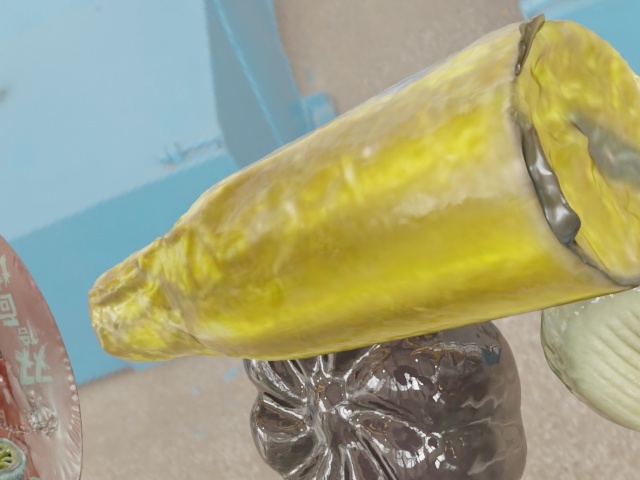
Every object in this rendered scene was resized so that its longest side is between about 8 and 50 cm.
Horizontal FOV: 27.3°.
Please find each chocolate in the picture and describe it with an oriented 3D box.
[{"bbox_3d":[0.000,0.000,0.832,0.445,0.162,0.162,-19,47,42],"label":"chocolate"}]

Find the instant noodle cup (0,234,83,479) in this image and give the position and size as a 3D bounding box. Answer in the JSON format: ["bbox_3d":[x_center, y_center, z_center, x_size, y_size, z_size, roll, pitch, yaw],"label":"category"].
[{"bbox_3d":[-0.313,0.117,0.842,0.231,0.243,0.243,-17,50,17],"label":"instant noodle cup"}]

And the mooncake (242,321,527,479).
[{"bbox_3d":[0.054,0.163,1.330,0.306,0.154,0.306,10,105,42],"label":"mooncake"}]

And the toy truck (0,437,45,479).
[{"bbox_3d":[-0.140,0.157,0.578,0.191,0.085,0.116,17,25,1],"label":"toy truck"}]

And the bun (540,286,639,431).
[{"bbox_3d":[0.257,0.038,0.888,0.222,0.222,0.127,-16,42,18],"label":"bun"}]
